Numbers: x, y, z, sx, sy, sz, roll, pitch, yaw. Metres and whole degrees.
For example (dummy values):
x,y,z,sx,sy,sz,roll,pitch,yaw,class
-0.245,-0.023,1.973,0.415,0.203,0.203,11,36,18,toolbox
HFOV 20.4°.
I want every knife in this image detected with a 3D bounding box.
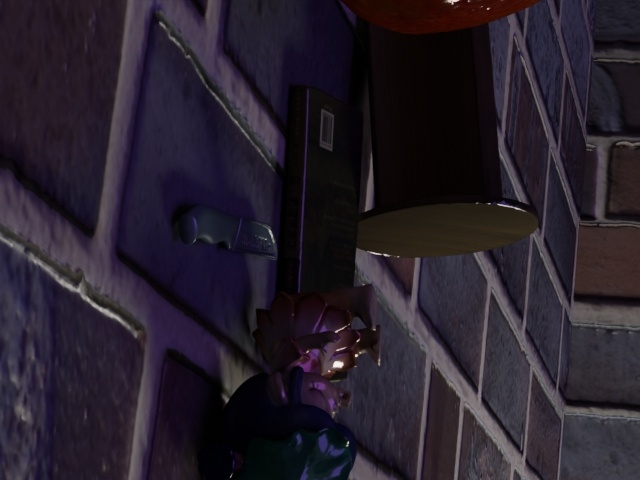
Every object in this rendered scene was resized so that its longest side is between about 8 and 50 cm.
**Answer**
x,y,z,sx,sy,sz,roll,pitch,yaw,class
-0.060,-0.005,1.202,0.210,0.015,0.028,14,72,-76,knife

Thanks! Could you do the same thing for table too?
x,y,z,sx,sy,sz,roll,pitch,yaw,class
0.100,-0.115,1.565,0.167,0.167,0.227,48,38,-70,table

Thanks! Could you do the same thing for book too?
x,y,z,sx,sy,sz,roll,pitch,yaw,class
0.000,0.000,1.417,0.160,0.024,0.228,16,78,-75,book

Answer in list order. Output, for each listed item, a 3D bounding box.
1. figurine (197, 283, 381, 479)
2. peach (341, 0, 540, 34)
x,y,z,sx,sy,sz,roll,pitch,yaw,class
-0.018,0.120,1.233,0.195,0.102,0.111,-76,159,-48,figurine
0.102,-0.316,1.220,0.372,0.289,0.373,10,90,-72,peach
